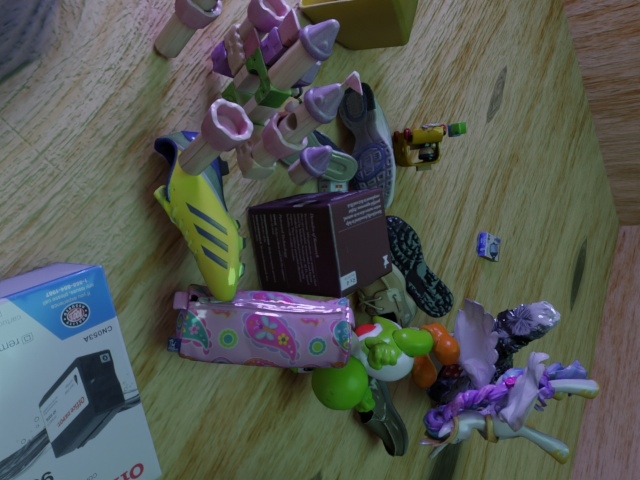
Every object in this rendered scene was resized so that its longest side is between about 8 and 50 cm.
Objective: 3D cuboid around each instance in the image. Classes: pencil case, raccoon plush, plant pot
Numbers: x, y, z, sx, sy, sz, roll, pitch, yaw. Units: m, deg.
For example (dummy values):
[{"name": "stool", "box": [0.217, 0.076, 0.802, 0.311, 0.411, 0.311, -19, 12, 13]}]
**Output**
[{"name": "pencil case", "box": [-0.090, 0.138, 0.860, 0.283, 0.124, 0.124, 7, 83, -8]}, {"name": "raccoon plush", "box": [0.484, 0.364, 1.452, 0.299, 0.446, 0.216, 32, 40, -44]}, {"name": "plant pot", "box": [0.108, -0.532, 1.154, 0.187, 0.212, 0.212, 40, 60, -57]}]

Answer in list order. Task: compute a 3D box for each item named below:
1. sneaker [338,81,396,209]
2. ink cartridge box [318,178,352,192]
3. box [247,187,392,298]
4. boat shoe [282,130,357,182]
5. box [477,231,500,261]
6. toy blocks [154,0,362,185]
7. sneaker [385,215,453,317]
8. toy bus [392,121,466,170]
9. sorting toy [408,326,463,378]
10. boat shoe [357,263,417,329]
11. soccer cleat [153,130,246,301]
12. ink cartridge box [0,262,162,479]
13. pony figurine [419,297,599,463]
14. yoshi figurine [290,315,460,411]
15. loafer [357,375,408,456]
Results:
[{"name": "sneaker", "box": [0.126, -0.205, 1.205, 0.129, 0.110, 0.297, 18, 62, -57]}, {"name": "ink cartridge box", "box": [0.060, -0.050, 1.206, 0.145, 0.045, 0.180, -9, 94, -49]}, {"name": "box", "box": [0.000, 0.000, 1.013, 0.168, 0.203, 0.167, -21, 106, -49]}, {"name": "boat shoe", "box": [-0.029, -0.191, 1.090, 0.233, 0.079, 0.084, 23, 115, -37]}, {"name": "box", "box": [0.570, 0.022, 1.817, 0.136, 0.028, 0.081, 18, 77, -50]}, {"name": "toy blocks", "box": [-0.052, -0.264, 0.831, 0.308, 0.260, 0.289, 3, 63, -44]}, {"name": "sneaker", "box": [0.216, 0.070, 1.364, 0.107, 0.124, 0.283, -31, 95, -8]}, {"name": "toy bus", "box": [0.245, -0.223, 1.308, 0.202, 0.190, 0.105, -17, 103, -49]}, {"name": "sorting toy", "box": [0.254, 0.264, 1.313, 0.274, 0.046, 0.132, 11, 118, -17]}, {"name": "boat shoe", "box": [0.140, 0.132, 1.254, 0.302, 0.109, 0.098, 54, 54, -43]}, {"name": "soccer cleat", "box": [-0.192, -0.038, 0.827, 0.121, 0.093, 0.289, -4, 67, -29]}, {"name": "ink cartridge box", "box": [-0.353, 0.206, 0.655, 0.223, 0.129, 0.308, -25, 109, -47]}, {"name": "pony figurine", "box": [0.418, 0.342, 1.187, 0.363, 0.303, 0.351, 8, 110, -17]}, {"name": "yoshi figurine", "box": [0.111, 0.266, 1.102, 0.362, 0.203, 0.204, 4, 87, -26]}, {"name": "loafer", "box": [0.129, 0.409, 1.267, 0.087, 0.094, 0.251, -27, 102, -21]}]
